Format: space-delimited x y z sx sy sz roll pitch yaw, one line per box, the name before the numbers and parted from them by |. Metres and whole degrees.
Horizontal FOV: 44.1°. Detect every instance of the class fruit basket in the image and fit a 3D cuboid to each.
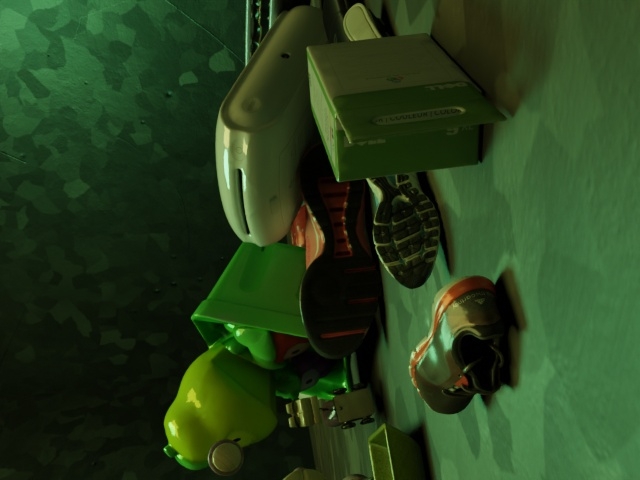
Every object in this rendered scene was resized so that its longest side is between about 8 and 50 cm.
fruit basket | -0.092 0.222 1.333 0.392 0.283 0.391 10 -90 -80

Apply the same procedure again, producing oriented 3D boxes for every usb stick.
usb stick | 0.043 -0.215 0.958 0.077 0.045 0.278 100 164 -49

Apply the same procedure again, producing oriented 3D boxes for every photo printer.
photo printer | -0.062 -0.161 1.184 0.256 0.107 0.307 89 -161 -51

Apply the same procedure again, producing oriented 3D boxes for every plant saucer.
plant saucer | 0.105 0.331 0.991 0.188 0.045 0.188 100 163 -70

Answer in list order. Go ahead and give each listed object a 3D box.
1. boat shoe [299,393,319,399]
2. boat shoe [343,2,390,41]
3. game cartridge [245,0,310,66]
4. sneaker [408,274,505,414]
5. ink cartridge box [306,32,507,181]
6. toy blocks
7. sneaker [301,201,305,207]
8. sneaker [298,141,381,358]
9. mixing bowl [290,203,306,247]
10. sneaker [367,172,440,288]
boat shoe | -0.038 0.231 1.751 0.158 0.127 0.340 59 179 -10
boat shoe | 0.058 -0.203 0.850 0.046 0.038 0.125 -42 48 30
game cartridge | -0.063 -0.387 1.279 0.294 0.060 0.196 98 -164 -48
sneaker | 0.108 0.099 0.606 0.158 0.061 0.065 88 167 -46
ink cartridge box | 0.057 -0.097 0.609 0.209 0.109 0.062 -107 11 -59
toy blocks | -0.038 0.421 1.279 0.260 0.289 0.308 119 139 -72
sneaker | -0.035 -0.118 1.595 0.268 0.101 0.153 91 168 -72
sneaker | 0.033 0.016 1.171 0.136 0.116 0.313 42 -133 -83
mixing bowl | 0.000 0.000 1.414 0.181 0.098 0.181 172 90 -85
sneaker | 0.086 -0.020 0.775 0.073 0.063 0.162 61 -162 -51
